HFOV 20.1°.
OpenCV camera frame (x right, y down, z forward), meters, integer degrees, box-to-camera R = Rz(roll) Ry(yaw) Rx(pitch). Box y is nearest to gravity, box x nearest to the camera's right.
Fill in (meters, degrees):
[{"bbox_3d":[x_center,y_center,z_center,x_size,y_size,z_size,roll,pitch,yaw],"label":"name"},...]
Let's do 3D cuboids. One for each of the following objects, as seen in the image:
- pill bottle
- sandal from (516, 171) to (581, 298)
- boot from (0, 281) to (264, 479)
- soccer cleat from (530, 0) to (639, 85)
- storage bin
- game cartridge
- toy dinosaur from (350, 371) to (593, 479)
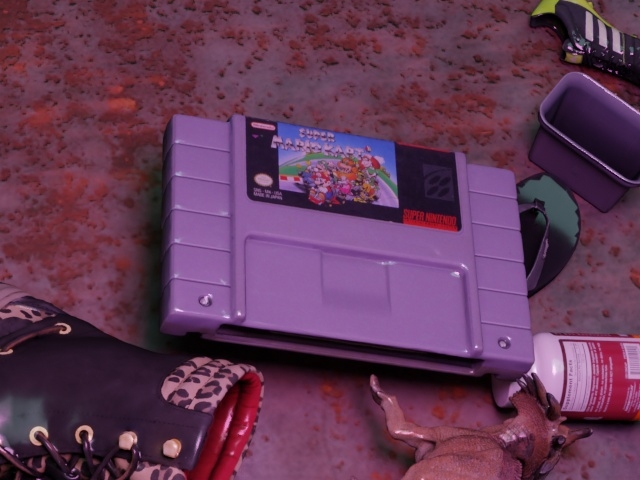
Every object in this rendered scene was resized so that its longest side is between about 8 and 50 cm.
[{"bbox_3d":[0.249,0.133,1.765,0.152,0.086,0.086,3,61,-12],"label":"pill bottle"},{"bbox_3d":[0.189,0.023,1.830,0.097,0.054,0.254,37,59,8],"label":"sandal"},{"bbox_3d":[-0.237,0.188,1.507,0.284,0.138,0.377,13,34,17],"label":"boot"},{"bbox_3d":[0.311,-0.211,1.997,0.179,0.060,0.072,41,69,18],"label":"soccer cleat"},{"bbox_3d":[0.289,-0.101,1.904,0.135,0.091,0.098,37,59,7],"label":"storage bin"},{"bbox_3d":[0.025,0.002,1.695,0.355,0.068,0.230,8,61,-17],"label":"game cartridge"},{"bbox_3d":[0.140,0.213,1.622,0.200,0.127,0.296,-4,27,13],"label":"toy dinosaur"}]
